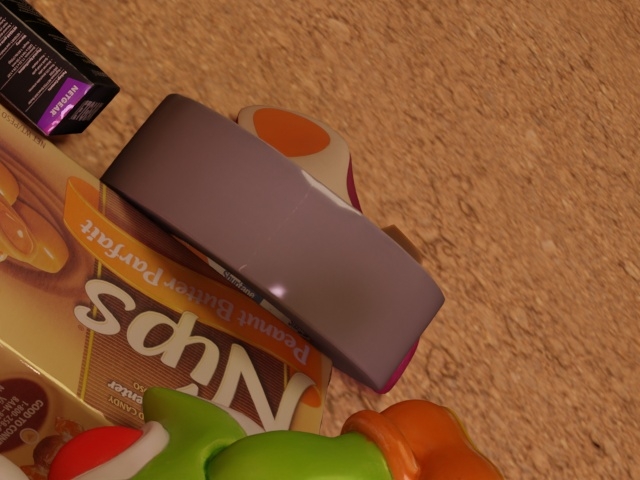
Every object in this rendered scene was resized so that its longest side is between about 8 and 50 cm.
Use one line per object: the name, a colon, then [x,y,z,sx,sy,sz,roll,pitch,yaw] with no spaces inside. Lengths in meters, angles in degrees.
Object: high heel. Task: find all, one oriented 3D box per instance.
high heel: [0.000,0.000,1.378,0.082,0.117,0.244,-16,43,-31]

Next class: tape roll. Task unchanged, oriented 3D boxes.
tape roll: [-0.030,0.001,1.179,0.219,0.072,0.219,36,-7,5]

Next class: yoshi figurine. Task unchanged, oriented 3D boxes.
yoshi figurine: [-0.090,0.178,0.867,0.362,0.203,0.203,-2,91,-26]

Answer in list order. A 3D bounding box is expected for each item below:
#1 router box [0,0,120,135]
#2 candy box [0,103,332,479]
router box: [-0.193,-0.124,1.170,0.133,0.046,0.179,42,2,-3]
candy box: [-0.143,0.053,1.065,0.316,0.087,0.183,39,30,-17]
